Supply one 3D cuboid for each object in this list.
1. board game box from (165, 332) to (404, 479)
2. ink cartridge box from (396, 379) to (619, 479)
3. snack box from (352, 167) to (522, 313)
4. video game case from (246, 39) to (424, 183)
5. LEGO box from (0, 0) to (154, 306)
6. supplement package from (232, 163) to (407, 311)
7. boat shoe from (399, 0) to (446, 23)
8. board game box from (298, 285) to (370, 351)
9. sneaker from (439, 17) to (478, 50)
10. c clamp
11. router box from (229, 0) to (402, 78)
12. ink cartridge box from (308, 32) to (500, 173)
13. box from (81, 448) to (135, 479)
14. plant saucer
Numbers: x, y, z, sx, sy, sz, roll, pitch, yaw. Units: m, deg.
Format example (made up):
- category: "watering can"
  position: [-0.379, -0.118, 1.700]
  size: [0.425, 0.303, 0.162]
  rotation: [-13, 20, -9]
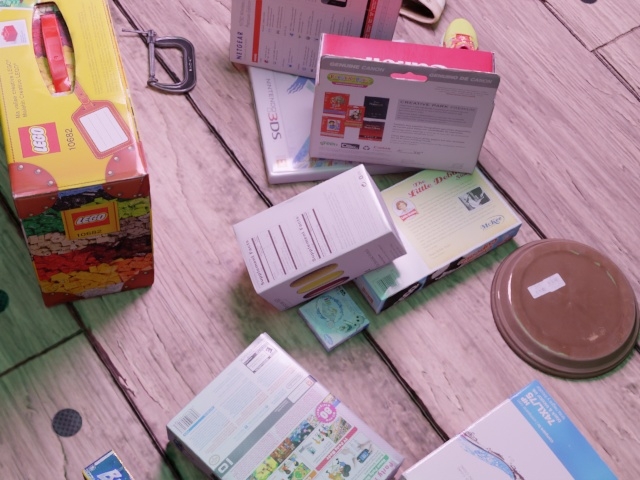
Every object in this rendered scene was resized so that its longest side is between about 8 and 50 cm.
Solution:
- category: "board game box"
  position: [-0.057, 0.328, 1.533]
  size: [0.303, 0.097, 0.224]
  rotation: [41, 65, 15]
- category: "ink cartridge box"
  position: [0.263, 0.387, 1.487]
  size: [0.270, 0.198, 0.197]
  rotation: [-30, 70, -22]
- category: "snack box"
  position: [0.184, -0.021, 1.775]
  size: [0.322, 0.060, 0.187]
  rotation: [-27, 67, -20]
- category: "video game case"
  position: [0.038, -0.256, 1.897]
  size: [0.329, 0.036, 0.300]
  rotation: [-6, 63, -12]
- category: "LEGO box"
  position: [-0.418, -0.200, 1.610]
  size: [0.193, 0.372, 0.500]
  rotation: [-11, 63, -13]
- category: "supplement package"
  position: [0.000, 0.000, 1.645]
  size: [0.244, 0.139, 0.133]
  rotation: [-25, 68, 8]
- category: "boat shoe"
  position: [0.117, -0.539, 2.025]
  size: [0.302, 0.109, 0.098]
  rotation: [23, 60, -2]
- category: "board game box"
  position: [0.023, 0.133, 1.692]
  size: [0.090, 0.020, 0.090]
  rotation: [-30, 70, -22]
- category: "sneaker"
  position: [0.285, -0.375, 1.965]
  size: [0.082, 0.094, 0.208]
  rotation: [8, 59, -2]
- category: "c clamp"
  position: [-0.310, -0.350, 1.910]
  size: [0.137, 0.022, 0.160]
  rotation: [-5, 61, -17]
- category: "router box"
  position: [-0.008, -0.428, 1.772]
  size: [0.301, 0.335, 0.082]
  rotation: [12, 62, -1]
- category: "ink cartridge box"
  position: [0.144, -0.260, 1.726]
  size: [0.310, 0.272, 0.130]
  rotation: [6, 57, -1]
- category: "box"
  position: [-0.290, 0.404, 1.480]
  size: [0.059, 0.054, 0.169]
  rotation: [-34, 72, -22]
- category: "plant saucer"
  position: [0.444, 0.113, 1.754]
  size: [0.278, 0.041, 0.277]
  rotation: [3, 62, -6]
